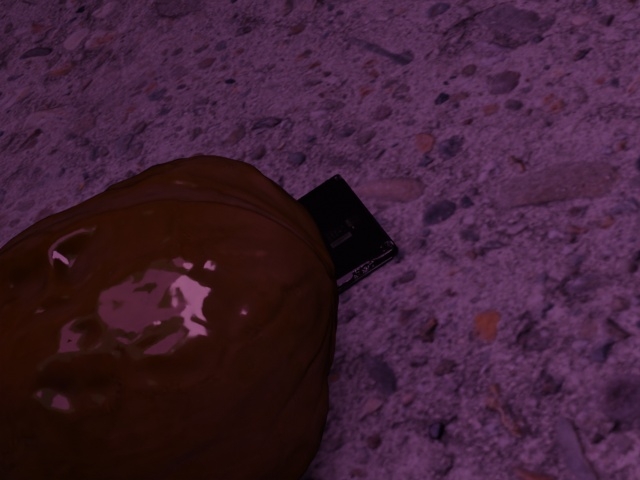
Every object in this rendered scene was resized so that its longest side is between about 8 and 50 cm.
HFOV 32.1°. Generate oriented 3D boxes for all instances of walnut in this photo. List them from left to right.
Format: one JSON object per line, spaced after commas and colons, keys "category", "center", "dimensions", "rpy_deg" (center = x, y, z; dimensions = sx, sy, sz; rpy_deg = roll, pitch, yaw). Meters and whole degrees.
{"category": "walnut", "center": [-0.163, 0.106, 1.008], "dimensions": [0.397, 0.308, 0.354], "rpy_deg": [-29, 16, 10]}

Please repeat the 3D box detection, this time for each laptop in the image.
{"category": "laptop", "center": [0.000, 0.000, 1.251], "dimensions": [0.129, 0.016, 0.180], "rpy_deg": [-34, 37, -2]}
